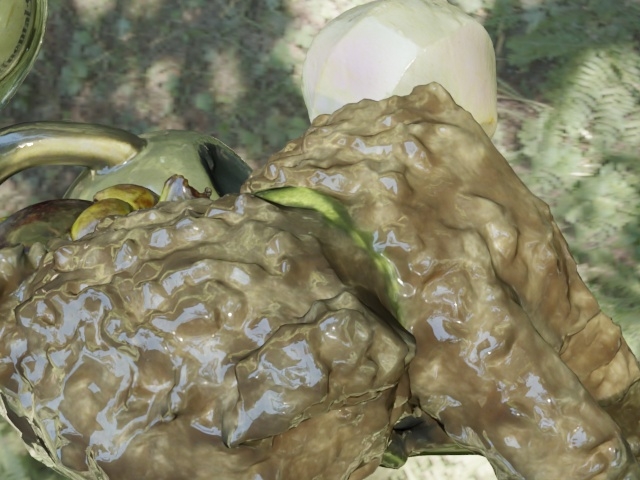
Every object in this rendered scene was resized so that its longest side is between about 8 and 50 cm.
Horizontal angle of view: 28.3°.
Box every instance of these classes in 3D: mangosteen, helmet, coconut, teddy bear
[{"bbox_3d":[-0.159,0.038,0.948,0.192,0.192,0.217,49,117,17],"label":"mangosteen"},{"bbox_3d":[-0.402,-0.231,1.370,0.204,0.137,0.257,15,102,-16],"label":"helmet"},{"bbox_3d":[0.113,-0.188,1.630,0.259,0.259,0.259,2,94,28],"label":"coconut"},{"bbox_3d":[0.019,0.071,0.520,0.246,0.222,0.296,18,146,35],"label":"teddy bear"}]

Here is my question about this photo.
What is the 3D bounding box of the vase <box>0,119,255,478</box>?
[{"bbox_3d":[-0.202,0.025,1.165,0.302,0.241,0.329,-37,119,15],"label":"vase"}]
